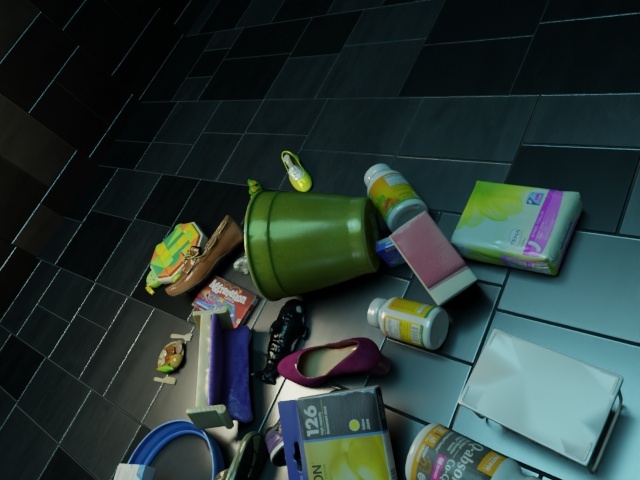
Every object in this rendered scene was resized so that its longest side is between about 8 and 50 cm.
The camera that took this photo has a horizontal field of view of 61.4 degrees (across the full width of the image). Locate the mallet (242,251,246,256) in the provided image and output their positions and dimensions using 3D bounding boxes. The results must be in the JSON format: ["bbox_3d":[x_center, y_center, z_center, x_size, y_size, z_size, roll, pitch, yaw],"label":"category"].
[{"bbox_3d":[-0.227,-0.005,2.064,0.062,0.039,0.189,31,85,42],"label":"mallet"}]

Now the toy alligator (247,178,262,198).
[{"bbox_3d":[-0.256,-0.189,2.201,0.052,0.056,0.189,-5,45,-17],"label":"toy alligator"}]

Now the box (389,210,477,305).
[{"bbox_3d":[0.311,0.052,1.488,0.127,0.149,0.232,-36,77,7],"label":"box"}]

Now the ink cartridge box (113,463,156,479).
[{"bbox_3d":[-0.579,0.743,1.667,0.123,0.052,0.088,-10,55,29],"label":"ink cartridge box"}]

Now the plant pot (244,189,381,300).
[{"bbox_3d":[0.000,0.000,1.707,0.353,0.366,0.366,-6,56,19],"label":"plant pot"}]

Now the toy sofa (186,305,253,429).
[{"bbox_3d":[-0.314,0.399,1.712,0.177,0.150,0.362,-5,52,-1],"label":"toy sofa"}]

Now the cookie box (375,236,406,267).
[{"bbox_3d":[0.233,0.030,1.653,0.092,0.107,0.040,-21,50,23],"label":"cookie box"}]

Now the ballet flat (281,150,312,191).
[{"bbox_3d":[-0.104,-0.279,2.132,0.077,0.077,0.231,-36,46,9],"label":"ballet flat"}]

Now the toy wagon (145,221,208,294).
[{"bbox_3d":[-0.616,0.083,2.252,0.344,0.068,0.267,-45,45,0],"label":"toy wagon"}]

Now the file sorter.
[{"bbox_3d":[0.493,0.356,1.192,0.278,0.173,0.192,18,71,42],"label":"file sorter"}]

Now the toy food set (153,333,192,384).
[{"bbox_3d":[-0.554,0.427,1.987,0.133,0.038,0.191,-4,58,34],"label":"toy food set"}]

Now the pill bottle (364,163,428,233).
[{"bbox_3d":[0.234,-0.142,1.752,0.136,0.136,0.245,-36,46,9],"label":"pill bottle"}]

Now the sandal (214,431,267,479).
[{"bbox_3d":[-0.251,0.693,1.541,0.086,0.120,0.302,2,53,43],"label":"sandal"}]

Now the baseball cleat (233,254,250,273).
[{"bbox_3d":[-0.224,0.056,2.004,0.206,0.072,0.109,-15,39,22],"label":"baseball cleat"}]

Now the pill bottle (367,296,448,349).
[{"bbox_3d":[0.240,0.224,1.507,0.209,0.117,0.117,10,66,40],"label":"pill bottle"}]

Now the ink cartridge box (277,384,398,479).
[{"bbox_3d":[0.033,0.547,1.381,0.308,0.072,0.303,-15,75,19],"label":"ink cartridge box"}]

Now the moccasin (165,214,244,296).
[{"bbox_3d":[-0.458,0.061,2.077,0.380,0.147,0.139,-45,15,1],"label":"moccasin"}]

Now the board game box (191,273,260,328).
[{"bbox_3d":[-0.355,0.226,1.994,0.281,0.027,0.145,18,71,42],"label":"board game box"}]

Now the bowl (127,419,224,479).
[{"bbox_3d":[-0.458,0.758,1.662,0.392,0.077,0.390,-18,51,25],"label":"bowl"}]

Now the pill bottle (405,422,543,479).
[{"bbox_3d":[0.342,0.530,1.188,0.279,0.162,0.162,14,69,41],"label":"pill bottle"}]

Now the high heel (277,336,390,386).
[{"bbox_3d":[0.002,0.333,1.554,0.378,0.181,0.127,-14,53,27],"label":"high heel"}]

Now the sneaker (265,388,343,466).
[{"bbox_3d":[-0.053,0.500,1.537,0.283,0.107,0.124,-42,39,3],"label":"sneaker"}]

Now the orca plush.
[{"bbox_3d":[-0.147,0.307,1.734,0.151,0.102,0.287,24,76,43],"label":"orca plush"}]

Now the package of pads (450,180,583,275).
[{"bbox_3d":[0.534,-0.037,1.491,0.297,0.101,0.229,14,68,42],"label":"package of pads"}]
